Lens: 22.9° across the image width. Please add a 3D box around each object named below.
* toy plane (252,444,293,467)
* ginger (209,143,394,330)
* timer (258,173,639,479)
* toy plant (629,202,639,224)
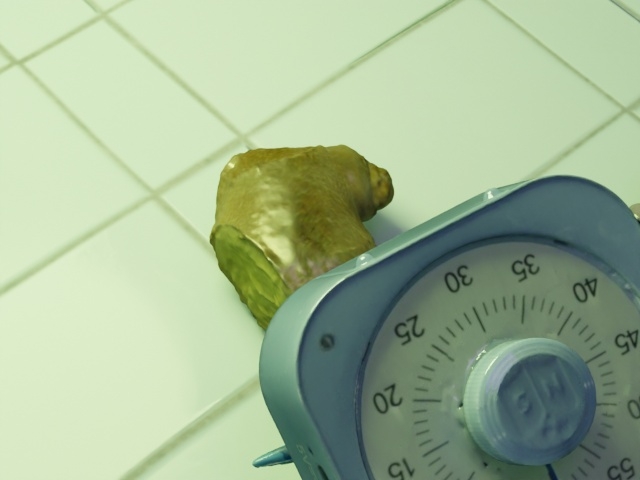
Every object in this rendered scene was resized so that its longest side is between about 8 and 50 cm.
[{"bbox_3d":[0.043,0.182,1.503,0.246,0.078,0.169,-16,79,-21],"label":"toy plane"},{"bbox_3d":[0.000,0.000,1.623,0.276,0.130,0.221,44,52,17],"label":"ginger"},{"bbox_3d":[0.167,0.154,1.416,0.395,0.173,0.394,2,83,-20],"label":"timer"},{"bbox_3d":[0.246,0.052,1.613,0.243,0.112,0.232,9,62,0],"label":"toy plant"}]
